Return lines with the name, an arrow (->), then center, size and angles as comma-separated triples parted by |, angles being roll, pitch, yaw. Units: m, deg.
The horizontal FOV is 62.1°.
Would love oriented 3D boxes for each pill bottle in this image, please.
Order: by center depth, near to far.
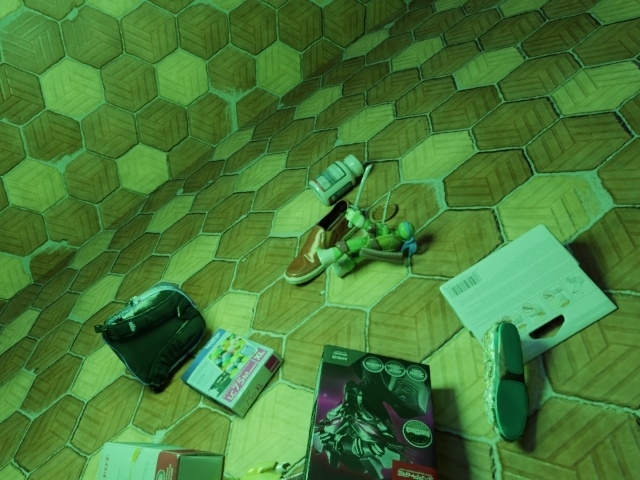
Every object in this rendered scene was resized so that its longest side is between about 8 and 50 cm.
pill bottle -> 0.059, -0.214, 1.860 | 0.180, 0.108, 0.108 | -38, 34, -6

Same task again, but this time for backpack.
backpack -> -0.495, 0.270, 1.634 | 0.263, 0.276, 0.213 | -36, 20, -7

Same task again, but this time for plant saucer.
plant saucer -> 0.199, -0.087, 1.665 | 0.083, 0.013, 0.083 | -22, 36, 17

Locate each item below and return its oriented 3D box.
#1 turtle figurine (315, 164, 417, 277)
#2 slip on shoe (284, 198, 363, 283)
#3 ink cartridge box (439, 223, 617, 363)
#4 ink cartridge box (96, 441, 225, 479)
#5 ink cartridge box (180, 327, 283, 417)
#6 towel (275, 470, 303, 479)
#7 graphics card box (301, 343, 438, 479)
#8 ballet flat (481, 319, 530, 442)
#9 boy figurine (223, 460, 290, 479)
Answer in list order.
turtle figurine -> 0.118, -0.031, 1.510 | 0.266, 0.274, 0.198 | -31, -1, 14
slip on shoe -> 0.000, 0.000, 1.653 | 0.331, 0.101, 0.123 | -47, 37, -15
ink cartridge box -> 0.440, 0.129, 1.154 | 0.275, 0.060, 0.239 | -32, 59, 4
ink cartridge box -> -0.356, 0.561, 1.144 | 0.306, 0.131, 0.226 | -12, 66, 42
ink cartridge box -> -0.266, 0.353, 1.485 | 0.311, 0.065, 0.185 | 7, 51, 47
towel -> -0.136, 0.582, 0.950 | 0.329, 0.037, 0.237 | -20, 73, 2
graphics card box -> 0.092, 0.373, 0.986 | 0.233, 0.094, 0.371 | 12, 35, 0
ballet flat -> 0.352, 0.273, 1.032 | 0.077, 0.091, 0.241 | 125, 161, -57
boy figurine -> -0.122, 0.544, 1.094 | 0.285, 0.092, 0.177 | -14, 39, 30
